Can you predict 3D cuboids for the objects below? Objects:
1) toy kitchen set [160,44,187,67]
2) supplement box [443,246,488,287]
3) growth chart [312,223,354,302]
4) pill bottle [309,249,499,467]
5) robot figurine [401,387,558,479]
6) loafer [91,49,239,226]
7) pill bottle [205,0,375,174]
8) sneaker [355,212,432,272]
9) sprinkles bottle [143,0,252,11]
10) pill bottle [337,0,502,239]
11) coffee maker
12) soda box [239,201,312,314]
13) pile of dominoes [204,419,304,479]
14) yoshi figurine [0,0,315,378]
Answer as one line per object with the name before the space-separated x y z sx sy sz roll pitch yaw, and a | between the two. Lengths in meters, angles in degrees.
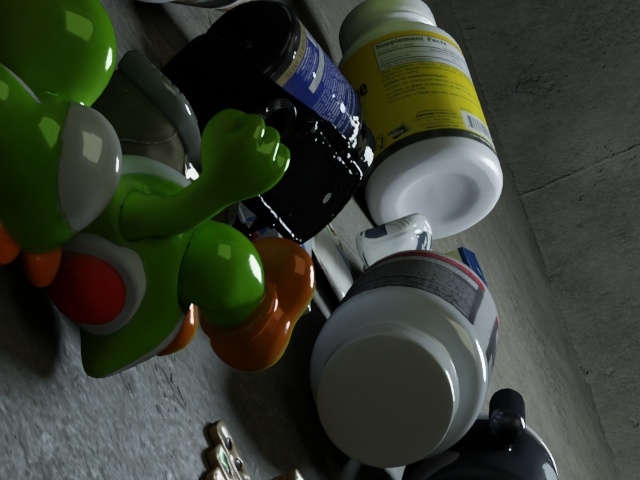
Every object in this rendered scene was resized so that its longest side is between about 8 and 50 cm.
toy kitchen set | -0.120 -0.158 1.699 0.075 0.068 0.083 36 32 -66
supplement box | 0.182 0.054 2.510 0.056 0.083 0.083 69 13 14
growth chart | 0.000 0.000 2.013 0.237 0.021 0.172 62 13 -16
pill bottle | 0.085 0.121 1.790 0.176 0.176 0.318 65 12 -5
robot figurine | 0.165 0.282 1.829 0.173 0.209 0.278 52 15 -6
loafer | -0.139 -0.063 1.459 0.094 0.087 0.251 44 -10 28
pill bottle | -0.030 -0.148 1.899 0.219 0.122 0.123 47 22 -46
sneaker | 0.104 0.068 2.090 0.235 0.094 0.153 104 -32 -71
sprinkles bottle | -0.128 -0.294 1.793 0.121 0.121 0.355 66 12 0
pill bottle | 0.125 -0.179 2.461 0.188 0.188 0.334 52 19 -48
coffee maker | -0.065 -0.106 1.571 0.178 0.120 0.171 39 -30 36
soda box | -0.054 0.001 1.672 0.069 0.074 0.216 60 14 -26
pile of dominoes | -0.030 0.268 1.374 0.196 0.040 0.251 60 14 -25
yoshi figurine | -0.143 -0.057 1.203 0.203 0.203 0.362 56 7 37
